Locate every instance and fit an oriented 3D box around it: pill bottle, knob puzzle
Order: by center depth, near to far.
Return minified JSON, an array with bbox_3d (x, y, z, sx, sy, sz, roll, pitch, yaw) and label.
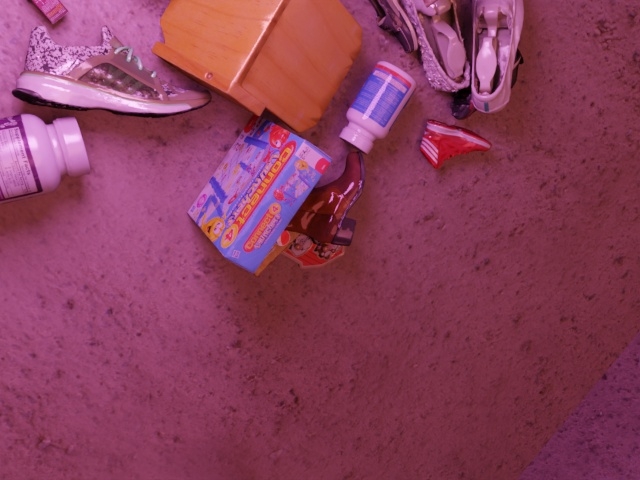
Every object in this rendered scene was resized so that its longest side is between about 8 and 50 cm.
[{"bbox_3d":[-0.635,-0.162,1.272,0.301,0.169,0.169,-17,118,-22],"label":"pill bottle"},{"bbox_3d":[0.143,-0.341,1.636,0.124,0.124,0.221,30,94,-34],"label":"pill bottle"},{"bbox_3d":[0.000,0.000,1.761,0.213,0.030,0.213,-11,115,-24],"label":"knob puzzle"}]

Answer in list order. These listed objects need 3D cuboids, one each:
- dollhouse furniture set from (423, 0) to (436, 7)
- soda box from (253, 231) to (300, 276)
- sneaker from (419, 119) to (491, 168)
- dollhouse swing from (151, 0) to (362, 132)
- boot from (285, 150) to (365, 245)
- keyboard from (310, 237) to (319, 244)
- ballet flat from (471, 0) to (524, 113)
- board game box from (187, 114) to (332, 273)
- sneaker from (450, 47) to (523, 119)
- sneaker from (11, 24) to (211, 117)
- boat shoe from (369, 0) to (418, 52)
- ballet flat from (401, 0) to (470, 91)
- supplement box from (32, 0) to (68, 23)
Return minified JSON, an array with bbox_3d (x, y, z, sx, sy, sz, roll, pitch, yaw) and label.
[{"bbox_3d":[0.228,-0.673,1.435,0.212,0.242,0.161,-30,128,23],"label":"dollhouse furniture set"},{"bbox_3d":[-0.129,0.011,1.670,0.181,0.058,0.061,-44,103,-4],"label":"soda box"},{"bbox_3d":[0.383,-0.266,1.833,0.221,0.087,0.128,14,112,-19],"label":"sneaker"},{"bbox_3d":[-0.125,-0.469,1.448,0.347,0.315,0.305,-60,161,3],"label":"dollhouse swing"},{"bbox_3d":[-0.036,-0.133,1.636,0.280,0.096,0.264,13,87,-6],"label":"boot"},{"bbox_3d":[-0.011,-0.089,1.690,0.100,0.038,0.192,-32,111,-16],"label":"keyboard"},{"bbox_3d":[0.453,-0.538,1.642,0.139,0.139,0.400,3,90,-29],"label":"ballet flat"},{"bbox_3d":[-0.154,-0.121,1.464,0.086,0.302,0.308,33,93,-34],"label":"board game box"},{"bbox_3d":[0.480,-0.447,1.784,0.135,0.097,0.276,32,92,-32],"label":"sneaker"},{"bbox_3d":[-0.422,-0.358,1.327,0.410,0.158,0.182,0,99,-32],"label":"sneaker"},{"bbox_3d":[0.171,-0.566,1.587,0.073,0.080,0.223,-35,117,-4],"label":"boat shoe"},{"bbox_3d":[0.310,-0.566,1.616,0.147,0.147,0.409,-34,123,-11],"label":"ballet flat"},{"bbox_3d":[-0.549,-0.480,1.251,0.043,0.055,0.083,-41,123,-5],"label":"supplement box"}]
